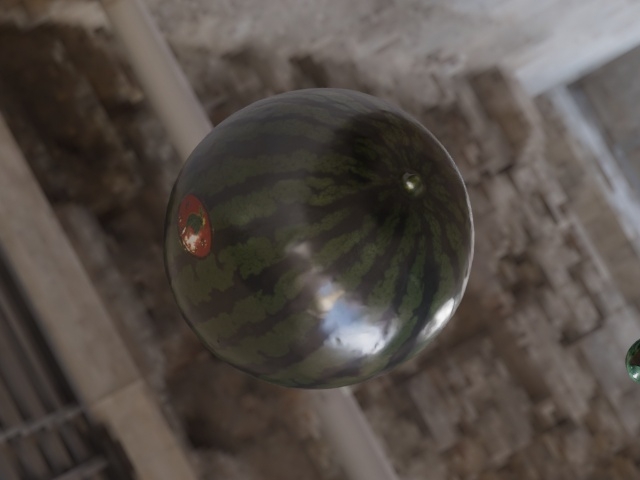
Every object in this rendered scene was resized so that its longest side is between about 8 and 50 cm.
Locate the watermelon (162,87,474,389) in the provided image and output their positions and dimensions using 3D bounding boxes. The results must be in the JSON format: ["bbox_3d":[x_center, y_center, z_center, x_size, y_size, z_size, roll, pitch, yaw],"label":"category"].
[{"bbox_3d":[0.000,0.000,1.284,0.212,0.212,0.212,-29,175,-3],"label":"watermelon"}]

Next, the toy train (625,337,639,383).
[{"bbox_3d":[0.292,0.117,1.214,0.157,0.105,0.253,-24,136,8],"label":"toy train"}]
